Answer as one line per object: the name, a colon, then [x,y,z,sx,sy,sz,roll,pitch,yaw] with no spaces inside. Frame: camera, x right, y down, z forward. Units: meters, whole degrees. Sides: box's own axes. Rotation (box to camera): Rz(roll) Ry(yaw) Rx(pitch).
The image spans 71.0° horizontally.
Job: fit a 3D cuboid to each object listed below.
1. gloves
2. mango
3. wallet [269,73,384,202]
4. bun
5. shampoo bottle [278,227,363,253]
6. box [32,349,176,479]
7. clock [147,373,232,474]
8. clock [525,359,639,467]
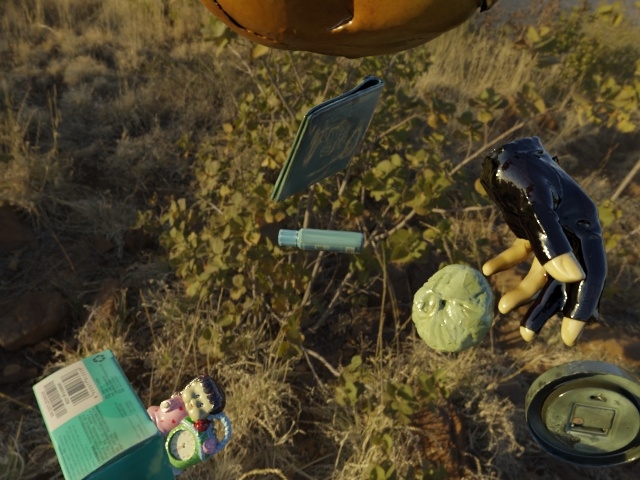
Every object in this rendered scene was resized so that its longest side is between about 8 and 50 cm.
gloves: [0.315,-0.004,0.643,0.152,0.197,0.301,-2,80,16]
mango: [0.018,-0.254,0.406,0.287,0.201,0.153,13,60,-3]
wallet: [0.017,-0.226,1.005,0.054,0.251,0.290,42,47,15]
bun: [0.296,0.152,1.053,0.126,0.203,0.213,31,48,-30]
shampoo bottle: [0.000,0.000,1.374,0.258,0.104,0.061,4,73,2]
box: [-0.300,0.350,0.671,0.118,0.312,0.205,-23,38,-31]
clock: [-0.322,0.464,1.146,0.195,0.100,0.194,-34,72,-2]
clock: [0.483,0.312,0.806,0.214,0.215,0.042,23,27,6]
